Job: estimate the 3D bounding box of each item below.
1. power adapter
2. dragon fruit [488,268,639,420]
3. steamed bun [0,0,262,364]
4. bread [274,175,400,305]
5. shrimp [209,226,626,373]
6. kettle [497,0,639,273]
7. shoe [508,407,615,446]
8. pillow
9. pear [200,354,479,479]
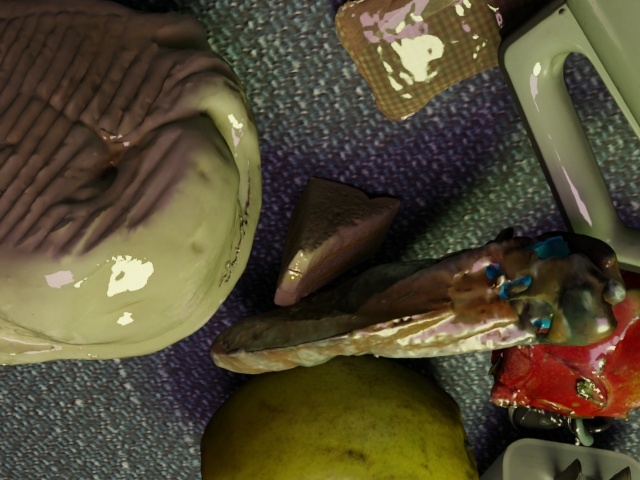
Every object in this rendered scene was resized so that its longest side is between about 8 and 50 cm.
[{"bbox_3d":[0.284,0.321,1.211,0.187,0.124,0.255,9,143,-7],"label":"power adapter"},{"bbox_3d":[0.310,0.113,1.077,0.269,0.198,0.200,12,129,-35],"label":"dragon fruit"},{"bbox_3d":[-0.226,-0.034,0.880,0.352,0.339,0.247,4,139,4],"label":"steamed bun"},{"bbox_3d":[0.019,0.011,1.015,0.105,0.152,0.077,18,125,-6],"label":"bread"},{"bbox_3d":[0.074,0.068,0.974,0.445,0.221,0.110,-14,90,37],"label":"shrimp"},{"bbox_3d":[0.343,-0.083,0.807,0.361,0.250,0.377,-34,88,49],"label":"kettle"},{"bbox_3d":[0.295,0.194,1.173,0.169,0.099,0.071,-35,121,24],"label":"shoe"},{"bbox_3d":[0.127,-0.200,0.929,0.211,0.034,0.135,-23,121,15],"label":"pillow"},{"bbox_3d":[0.018,0.248,1.124,0.307,0.253,0.253,-9,126,4],"label":"pear"}]
